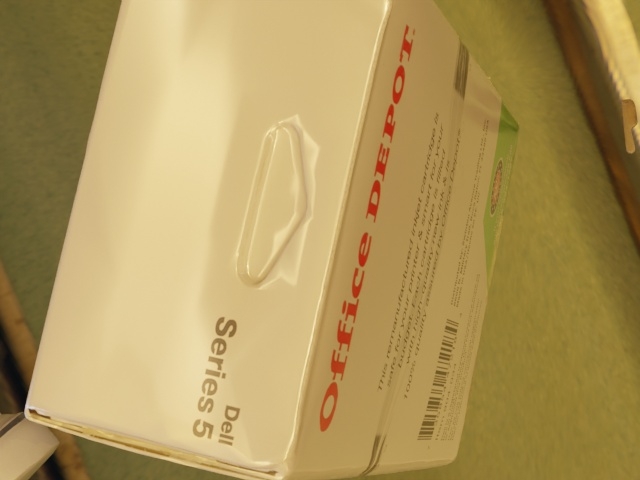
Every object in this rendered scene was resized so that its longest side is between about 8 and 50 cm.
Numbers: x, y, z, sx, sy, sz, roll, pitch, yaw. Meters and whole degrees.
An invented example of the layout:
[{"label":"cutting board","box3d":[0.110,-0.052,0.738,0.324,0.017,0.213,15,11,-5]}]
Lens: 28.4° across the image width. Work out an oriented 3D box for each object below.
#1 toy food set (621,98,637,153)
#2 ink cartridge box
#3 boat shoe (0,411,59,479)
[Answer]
[{"label":"toy food set","box3d":[0.317,-0.108,1.065,0.122,0.019,0.078,-5,58,13]},{"label":"ink cartridge box","box3d":[0.000,0.000,0.583,0.114,0.273,0.199,10,85,20]},{"label":"boat shoe","box3d":[-0.239,0.135,0.715,0.258,0.095,0.084,-31,98,43]}]
